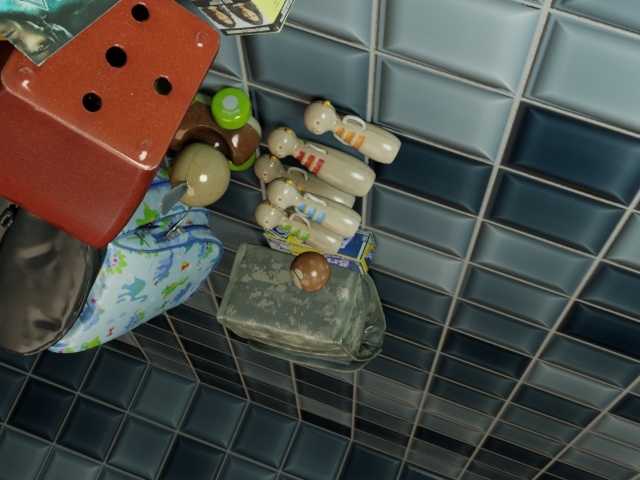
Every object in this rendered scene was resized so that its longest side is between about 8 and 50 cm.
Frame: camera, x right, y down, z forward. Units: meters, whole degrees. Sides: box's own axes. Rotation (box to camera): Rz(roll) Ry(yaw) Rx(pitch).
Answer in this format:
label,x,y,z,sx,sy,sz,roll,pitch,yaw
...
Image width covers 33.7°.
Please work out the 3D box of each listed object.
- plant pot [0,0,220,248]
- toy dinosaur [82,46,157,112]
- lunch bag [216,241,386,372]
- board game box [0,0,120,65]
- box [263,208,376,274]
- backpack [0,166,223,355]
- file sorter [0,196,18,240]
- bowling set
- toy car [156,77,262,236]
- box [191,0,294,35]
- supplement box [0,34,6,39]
label,x,y,z,sx,sy,sz,roll,pitch,yaw
plant pot,-0.262,-0.175,1.172,0.267,0.267,0.236,31,161,-22
toy dinosaur,-0.353,-0.205,1.410,0.322,0.164,0.218,12,-171,-44
lunch bag,-0.021,0.132,1.881,0.235,0.168,0.287,12,165,18
board game box,-0.228,-0.254,0.952,0.126,0.186,0.026,44,-167,-47
box,0.000,0.000,1.675,0.169,0.054,0.059,15,159,18
backpack,-0.320,0.019,1.637,0.273,0.355,0.290,34,115,2
file sorter,-0.507,-0.031,1.848,0.173,0.192,0.278,29,174,-29
bowling set,-0.026,-0.050,1.384,0.154,0.199,0.287,26,156,-5
toy car,-0.175,-0.101,1.405,0.149,0.188,0.155,19,160,8
box,-0.124,-0.296,1.044,0.087,0.058,0.232,6,154,39
supplement box,-0.341,-0.325,1.007,0.129,0.191,0.194,7,154,35
